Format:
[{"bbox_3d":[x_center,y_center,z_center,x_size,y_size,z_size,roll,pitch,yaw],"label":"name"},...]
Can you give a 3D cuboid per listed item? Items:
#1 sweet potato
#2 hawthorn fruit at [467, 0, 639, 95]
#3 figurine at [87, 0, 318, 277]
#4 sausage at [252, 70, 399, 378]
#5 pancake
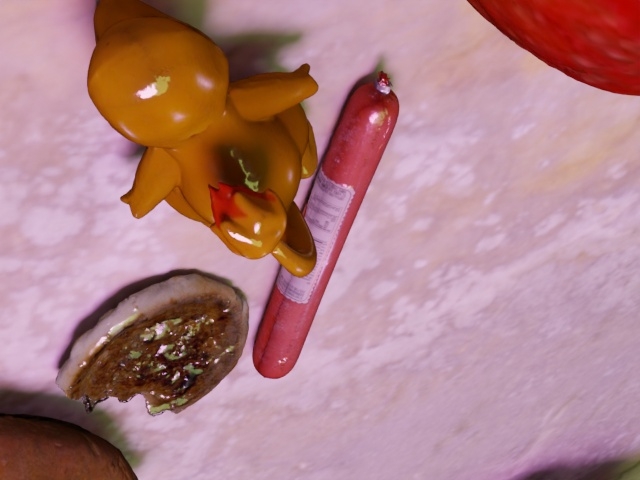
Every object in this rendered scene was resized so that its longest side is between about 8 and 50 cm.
[{"bbox_3d":[-0.207,0.149,0.864,0.286,0.085,0.112,14,128,-44],"label":"sweet potato"},{"bbox_3d":[0.142,-0.189,0.592,0.258,0.262,0.258,0,110,0],"label":"hawthorn fruit"},{"bbox_3d":[-0.053,-0.044,0.720,0.121,0.122,0.176,-34,145,7],"label":"figurine"},{"bbox_3d":[0.000,0.000,0.885,0.034,0.034,0.253,-6,137,-31],"label":"sausage"},{"bbox_3d":[-0.098,0.066,0.900,0.129,0.022,0.116,5,130,-45],"label":"pancake"}]
